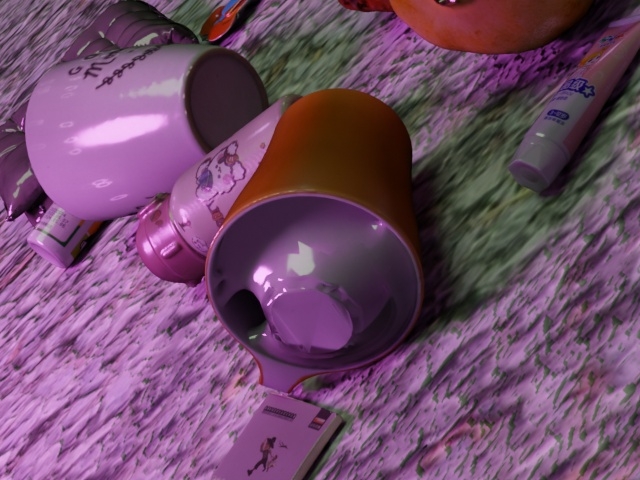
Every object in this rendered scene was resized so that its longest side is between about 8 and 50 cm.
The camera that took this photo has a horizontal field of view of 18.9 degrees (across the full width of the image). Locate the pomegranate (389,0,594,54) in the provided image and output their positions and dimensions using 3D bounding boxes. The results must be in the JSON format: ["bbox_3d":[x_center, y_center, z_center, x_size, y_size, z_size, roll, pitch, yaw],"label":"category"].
[{"bbox_3d":[0.155,-0.277,1.736,0.233,0.233,0.233,-37,27,23],"label":"pomegranate"}]

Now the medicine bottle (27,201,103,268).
[{"bbox_3d":[-0.266,-0.067,2.306,0.220,0.061,0.092,-55,7,-16],"label":"medicine bottle"}]

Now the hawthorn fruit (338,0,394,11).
[{"bbox_3d":[0.079,-0.360,1.994,0.205,0.205,0.253,4,60,59],"label":"hawthorn fruit"}]

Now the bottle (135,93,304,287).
[{"bbox_3d":[-0.084,-0.041,1.914,0.233,0.110,0.110,-34,28,26],"label":"bottle"}]

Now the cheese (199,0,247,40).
[{"bbox_3d":[-0.061,-0.343,2.396,0.256,0.037,0.106,-49,24,1],"label":"cheese"}]

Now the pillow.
[{"bbox_3d":[-0.303,-0.166,2.462,0.326,0.101,0.228,-50,28,-1],"label":"pillow"}]

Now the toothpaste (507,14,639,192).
[{"bbox_3d":[0.223,-0.124,1.626,0.067,0.043,0.194,-11,38,57],"label":"toothpaste"}]

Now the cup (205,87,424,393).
[{"bbox_3d":[0.000,0.000,1.688,0.264,0.182,0.226,-77,7,-58],"label":"cup"}]

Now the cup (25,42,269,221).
[{"bbox_3d":[-0.159,-0.142,2.139,0.234,0.186,0.258,-10,16,41],"label":"cup"}]

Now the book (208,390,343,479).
[{"bbox_3d":[-0.061,0.211,1.627,0.181,0.014,0.127,-55,25,-14],"label":"book"}]
